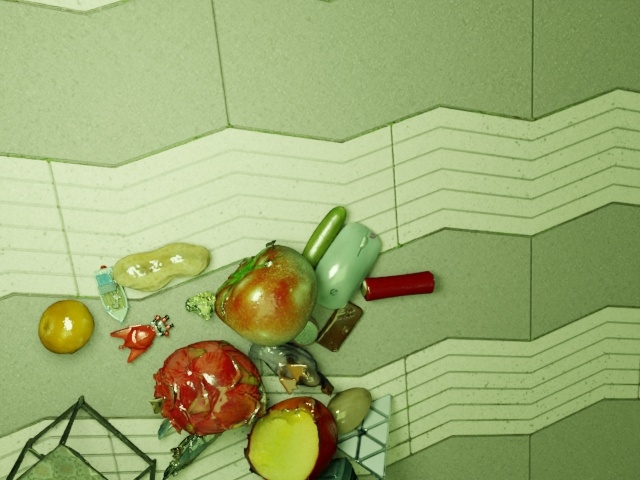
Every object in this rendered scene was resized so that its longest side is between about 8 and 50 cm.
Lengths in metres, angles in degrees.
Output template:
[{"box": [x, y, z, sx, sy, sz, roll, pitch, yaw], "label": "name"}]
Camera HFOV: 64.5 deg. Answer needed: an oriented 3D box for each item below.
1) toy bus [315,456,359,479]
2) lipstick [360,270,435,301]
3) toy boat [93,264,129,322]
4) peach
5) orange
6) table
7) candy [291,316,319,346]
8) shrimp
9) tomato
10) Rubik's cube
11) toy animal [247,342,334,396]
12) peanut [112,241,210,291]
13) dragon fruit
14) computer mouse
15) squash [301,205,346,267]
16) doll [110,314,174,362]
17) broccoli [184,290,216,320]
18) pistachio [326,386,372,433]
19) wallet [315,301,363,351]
[{"box": [-0.011, 0.833, 1.685, 0.275, 0.138, 0.167, -16, 105, 17], "label": "toy bus"}, {"box": [0.255, 0.149, 1.671, 0.241, 0.080, 0.080, -5, 103, -12], "label": "lipstick"}, {"box": [-0.605, 0.157, 1.474, 0.069, 0.059, 0.173, -16, 106, -9], "label": "toy boat"}, {"box": [-0.067, 0.612, 1.612, 0.257, 0.201, 0.362, 37, 114, 22], "label": "peach"}, {"box": [-0.710, 0.242, 1.428, 0.134, 0.154, 0.155, 9, 104, -58], "label": "orange"}, {"box": [-0.675, 0.685, 1.464, 0.222, 0.272, 0.335, -40, 108, -4], "label": "table"}, {"box": [-0.055, 0.291, 1.646, 0.103, 0.043, 0.103, -2, 101, -11], "label": "candy"}, {"box": [-0.434, 0.621, 1.617, 0.289, 0.075, 0.178, -44, 100, 0], "label": "shrimp"}, {"box": [-0.148, 0.168, 1.469, 0.303, 0.303, 0.239, -42, 107, -1], "label": "tomato"}, {"box": [0.150, 0.694, 1.734, 0.228, 0.233, 0.228, -37, 157, 33], "label": "Rubik's cube"}, {"box": [-0.088, 0.399, 1.598, 0.298, 0.185, 0.122, 29, 97, 8], "label": "toy animal"}, {"box": [-0.453, 0.080, 1.466, 0.274, 0.111, 0.125, -14, 110, -10], "label": "peanut"}, {"box": [-0.327, 0.435, 1.498, 0.342, 0.277, 0.278, -6, 104, -10], "label": "dragon fruit"}, {"box": [0.076, 0.086, 1.605, 0.159, 0.097, 0.289, 35, 93, -16], "label": "computer mouse"}, {"box": [0.000, 0.000, 1.581, 0.066, 0.066, 0.252, 33, 92, -18], "label": "squash"}, {"box": [-0.527, 0.283, 1.522, 0.169, 0.057, 0.109, -27, 105, -6], "label": "doll"}, {"box": [-0.350, 0.199, 1.530, 0.095, 0.092, 0.097, -37, 127, 10], "label": "broccoli"}, {"box": [0.092, 0.564, 1.707, 0.185, 0.126, 0.108, -41, 148, -16], "label": "pistachio"}, {"box": [0.063, 0.283, 1.682, 0.095, 0.026, 0.176, 33, 94, -20], "label": "wallet"}]
